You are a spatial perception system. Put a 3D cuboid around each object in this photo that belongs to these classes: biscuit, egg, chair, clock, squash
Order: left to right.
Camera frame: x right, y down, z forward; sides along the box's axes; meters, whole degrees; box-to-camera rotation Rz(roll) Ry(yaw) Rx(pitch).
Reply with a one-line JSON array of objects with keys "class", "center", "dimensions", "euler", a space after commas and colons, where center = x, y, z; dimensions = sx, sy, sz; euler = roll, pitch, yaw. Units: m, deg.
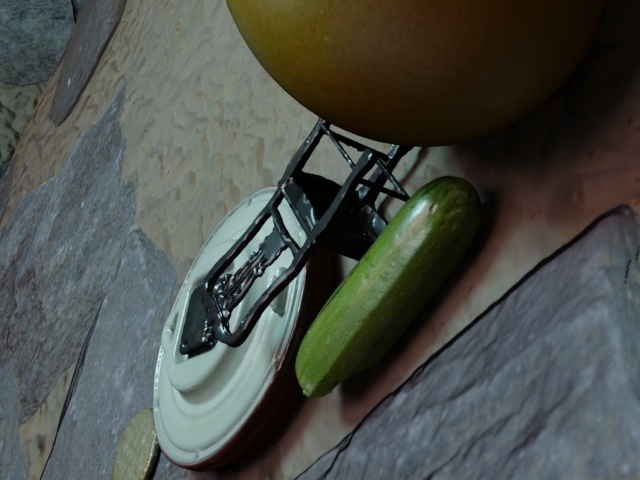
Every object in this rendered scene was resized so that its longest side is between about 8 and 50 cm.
[{"class": "biscuit", "center": [-0.230, 0.266, 1.127], "dimensions": [0.120, 0.015, 0.120], "euler": [-39, 38, 40]}, {"class": "clock", "center": [-0.101, 0.088, 0.974], "dimensions": [0.318, 0.080, 0.318], "euler": [-37, 41, 41]}, {"class": "chair", "center": [0.000, 0.000, 0.821], "dimensions": [0.229, 0.113, 0.106], "euler": [-55, 36, 20]}, {"class": "squash", "center": [0.053, 0.045, 0.760], "dimensions": [0.239, 0.069, 0.069], "euler": [-53, 31, 22]}, {"class": "egg", "center": [0.063, -0.224, 0.707], "dimensions": [0.351, 0.283, 0.282], "euler": [43, 108, 47]}]
